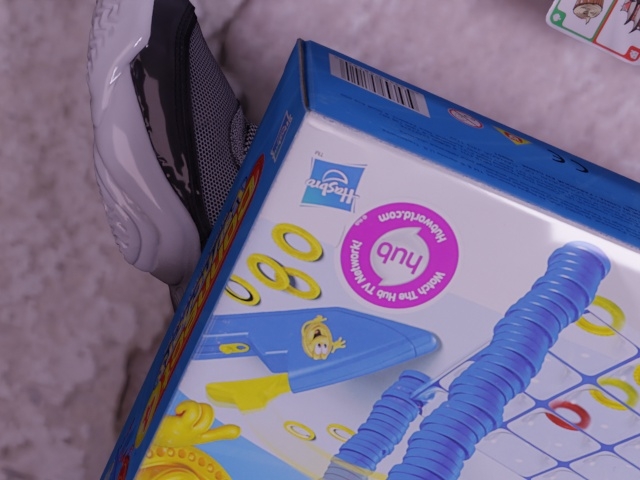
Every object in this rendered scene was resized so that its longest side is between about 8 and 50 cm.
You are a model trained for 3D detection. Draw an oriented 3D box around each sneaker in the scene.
[{"bbox_3d":[0.000,0.000,0.570,0.153,0.101,0.269,-12,112,8],"label":"sneaker"}]

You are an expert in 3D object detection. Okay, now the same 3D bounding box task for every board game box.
[{"bbox_3d":[0.070,0.121,0.518,0.308,0.086,0.302,22,112,-11],"label":"board game box"}]

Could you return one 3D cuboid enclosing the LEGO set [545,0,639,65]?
[{"bbox_3d":[0.220,-0.171,0.534,0.182,0.060,0.244,20,110,-14],"label":"LEGO set"}]
